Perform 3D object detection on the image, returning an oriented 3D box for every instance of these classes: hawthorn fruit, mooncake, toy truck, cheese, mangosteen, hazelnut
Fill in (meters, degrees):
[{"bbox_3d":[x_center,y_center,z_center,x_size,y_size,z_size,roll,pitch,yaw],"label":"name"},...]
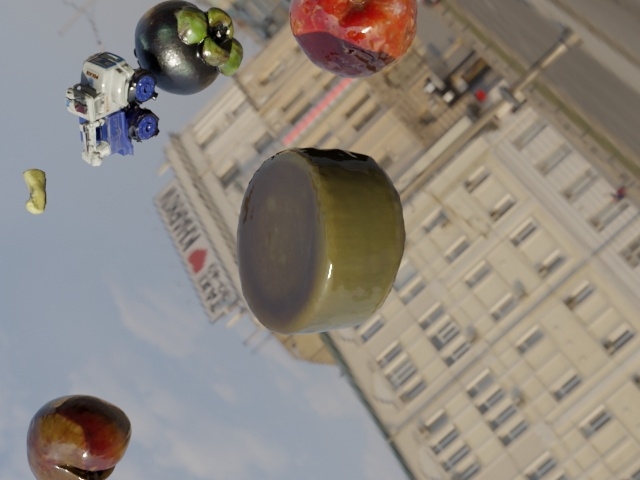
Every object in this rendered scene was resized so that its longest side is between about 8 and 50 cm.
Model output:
[{"bbox_3d":[0.063,-0.415,1.791,0.242,0.242,0.272,47,176,4],"label":"hawthorn fruit"},{"bbox_3d":[0.000,0.000,1.530,0.155,0.284,0.284,3,-144,-31],"label":"mooncake"},{"bbox_3d":[-0.454,-0.280,2.144,0.161,0.213,0.177,24,-140,29],"label":"toy truck"},{"bbox_3d":[-0.504,-0.088,1.800,0.044,0.030,0.083,17,-118,-47],"label":"cheese"},{"bbox_3d":[-0.296,-0.429,2.256,0.243,0.243,0.243,44,-168,-12],"label":"mangosteen"},{"bbox_3d":[-0.545,0.444,2.281,0.217,0.251,0.217,34,-146,-27],"label":"hazelnut"}]
